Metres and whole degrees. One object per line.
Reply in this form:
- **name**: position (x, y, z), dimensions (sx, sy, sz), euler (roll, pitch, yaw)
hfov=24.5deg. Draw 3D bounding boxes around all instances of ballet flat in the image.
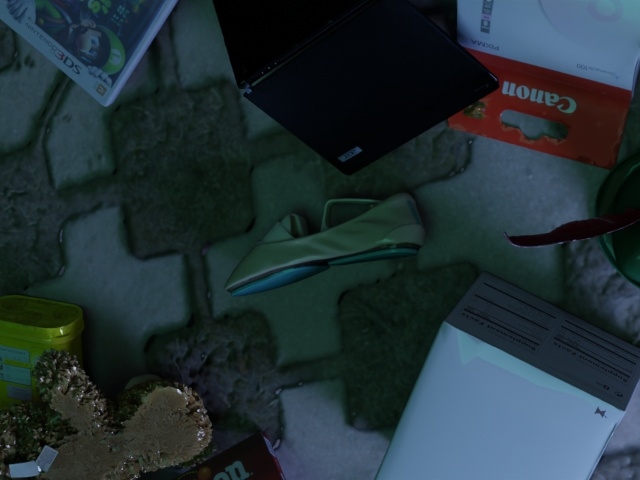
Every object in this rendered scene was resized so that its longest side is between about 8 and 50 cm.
- **ballet flat**: position (0.000, 0.000, 1.618), dimensions (0.249, 0.086, 0.086), euler (-14, 104, 26)

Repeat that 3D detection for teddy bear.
- **teddy bear**: position (-0.298, 0.241, 1.769), dimensions (0.338, 0.113, 0.245), euler (-34, 114, 11)

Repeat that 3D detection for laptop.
- **laptop**: position (0.024, -0.233, 1.519), dimensions (0.234, 0.137, 0.264), euler (-29, 71, 40)

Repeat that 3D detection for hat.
- **hat**: position (0.323, 0.012, 1.414), dimensions (0.209, 0.183, 0.173), euler (-17, 103, 28)

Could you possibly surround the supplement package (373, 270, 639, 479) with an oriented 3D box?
- **supplement package**: position (0.195, 0.206, 1.568), dimensions (0.204, 0.145, 0.261), euler (27, 117, 12)

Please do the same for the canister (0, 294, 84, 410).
- **canister**: position (-0.352, 0.163, 1.826), dimensions (0.126, 0.073, 0.169), euler (9, 115, 18)

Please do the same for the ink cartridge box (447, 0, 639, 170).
- **ink cartridge box**: position (0.224, -0.192, 1.452), dimensions (0.189, 0.066, 0.232), euler (17, 112, 17)

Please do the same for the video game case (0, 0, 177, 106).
- **video game case**: position (-0.250, -0.268, 1.590), dimensions (0.173, 0.022, 0.190), euler (40, 120, 3)

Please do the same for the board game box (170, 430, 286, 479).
- **board game box**: position (-0.163, 0.352, 1.737), dimensions (0.281, 0.027, 0.145), euler (-30, 56, 5)
